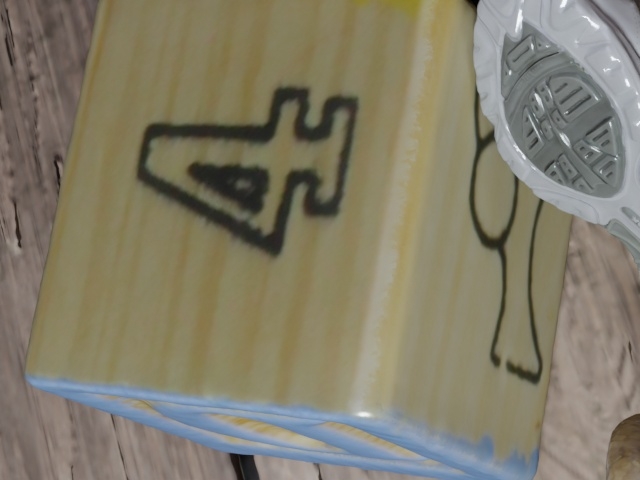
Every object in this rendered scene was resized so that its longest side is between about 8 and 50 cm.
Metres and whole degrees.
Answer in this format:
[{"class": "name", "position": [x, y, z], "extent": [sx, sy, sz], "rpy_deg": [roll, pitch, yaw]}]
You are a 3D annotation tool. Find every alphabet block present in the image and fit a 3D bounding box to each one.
[{"class": "alphabet block", "position": [0.000, 0.000, 0.887], "extent": [0.193, 0.192, 0.197], "rpy_deg": [4, 76, 28]}]

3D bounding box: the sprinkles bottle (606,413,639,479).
[{"class": "sprinkles bottle", "position": [0.297, 0.082, 0.735], "extent": [0.355, 0.121, 0.121], "rpy_deg": [-19, 66, 23]}]

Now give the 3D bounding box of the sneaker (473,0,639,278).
[{"class": "sneaker", "position": [0.159, -0.048, 0.824], "extent": [0.090, 0.232, 0.115], "rpy_deg": [-19, 25, 50]}]

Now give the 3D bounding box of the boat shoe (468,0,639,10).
[{"class": "boat shoe", "position": [0.071, -0.184, 0.957], "extent": [0.341, 0.127, 0.158], "rpy_deg": [-8, 64, 19]}]
